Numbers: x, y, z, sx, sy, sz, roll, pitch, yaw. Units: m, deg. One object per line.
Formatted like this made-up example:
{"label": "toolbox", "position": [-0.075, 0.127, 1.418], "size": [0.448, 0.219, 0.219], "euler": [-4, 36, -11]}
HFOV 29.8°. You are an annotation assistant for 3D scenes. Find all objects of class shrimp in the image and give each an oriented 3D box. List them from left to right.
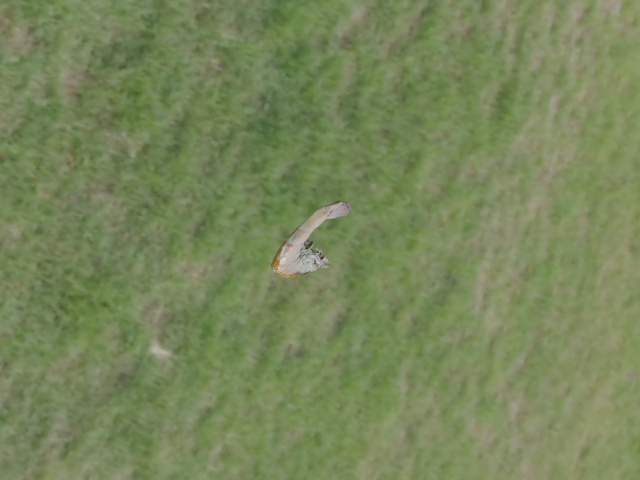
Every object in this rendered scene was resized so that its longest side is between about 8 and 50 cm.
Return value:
{"label": "shrimp", "position": [0.000, 0.000, 1.028], "size": [0.083, 0.023, 0.114], "euler": [-50, 161, 10]}
